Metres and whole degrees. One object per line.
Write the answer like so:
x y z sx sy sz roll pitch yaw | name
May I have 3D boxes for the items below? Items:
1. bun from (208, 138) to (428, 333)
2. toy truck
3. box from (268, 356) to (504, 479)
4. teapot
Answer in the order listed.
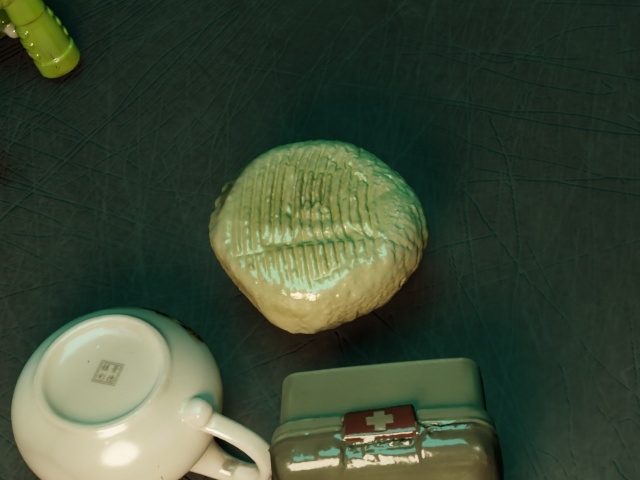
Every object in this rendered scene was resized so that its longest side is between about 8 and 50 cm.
0.000 0.000 1.762 0.220 0.134 0.220 -2 51 2 | bun
-0.379 -0.296 2.016 0.148 0.187 0.210 -42 57 -17 | toy truck
0.062 0.196 1.597 0.210 0.148 0.129 -6 41 5 | box
-0.183 0.166 1.664 0.298 0.139 0.204 18 56 24 | teapot
